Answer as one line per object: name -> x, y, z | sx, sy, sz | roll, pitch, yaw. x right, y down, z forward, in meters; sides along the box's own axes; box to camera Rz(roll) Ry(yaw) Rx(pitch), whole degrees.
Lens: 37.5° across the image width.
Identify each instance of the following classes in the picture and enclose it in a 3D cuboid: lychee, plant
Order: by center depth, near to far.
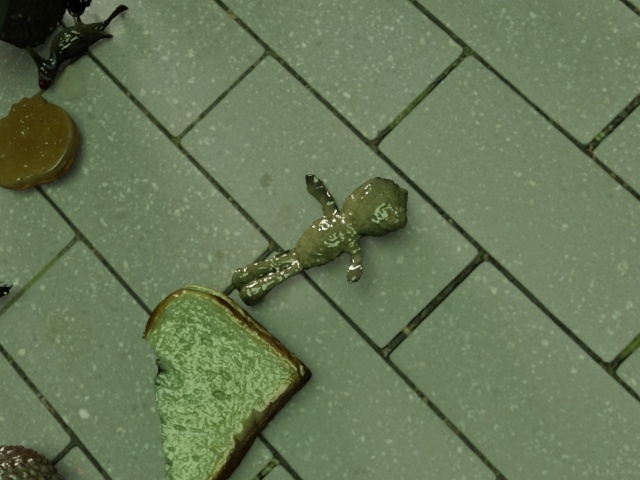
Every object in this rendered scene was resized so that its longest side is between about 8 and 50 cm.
lychee -> -0.485, 0.389, 1.418 | 0.197, 0.165, 0.165 | 5, 78, -9
plant -> -0.603, -0.459, 1.604 | 0.320, 0.182, 0.194 | 30, 65, 9

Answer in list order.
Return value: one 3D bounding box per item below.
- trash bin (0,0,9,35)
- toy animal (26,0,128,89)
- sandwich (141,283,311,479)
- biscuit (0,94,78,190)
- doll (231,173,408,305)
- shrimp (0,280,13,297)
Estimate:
trash bin -> -0.646, -0.445, 1.420 | 0.343, 0.158, 0.223 | 9, 73, -6
toy animal -> -0.427, -0.346, 1.618 | 0.105, 0.070, 0.202 | 35, 84, -10
sandwich -> -0.186, 0.231, 1.430 | 0.254, 0.099, 0.288 | 35, 86, 9
biscuit -> -0.488, -0.164, 1.599 | 0.170, 0.050, 0.170 | -5, 70, 14
doll -> 0.007, 0.009, 1.451 | 0.286, 0.091, 0.202 | -49, 41, -14
shrimp -> -0.601, 0.177, 1.550 | 0.261, 0.051, 0.198 | -20, 82, 9
